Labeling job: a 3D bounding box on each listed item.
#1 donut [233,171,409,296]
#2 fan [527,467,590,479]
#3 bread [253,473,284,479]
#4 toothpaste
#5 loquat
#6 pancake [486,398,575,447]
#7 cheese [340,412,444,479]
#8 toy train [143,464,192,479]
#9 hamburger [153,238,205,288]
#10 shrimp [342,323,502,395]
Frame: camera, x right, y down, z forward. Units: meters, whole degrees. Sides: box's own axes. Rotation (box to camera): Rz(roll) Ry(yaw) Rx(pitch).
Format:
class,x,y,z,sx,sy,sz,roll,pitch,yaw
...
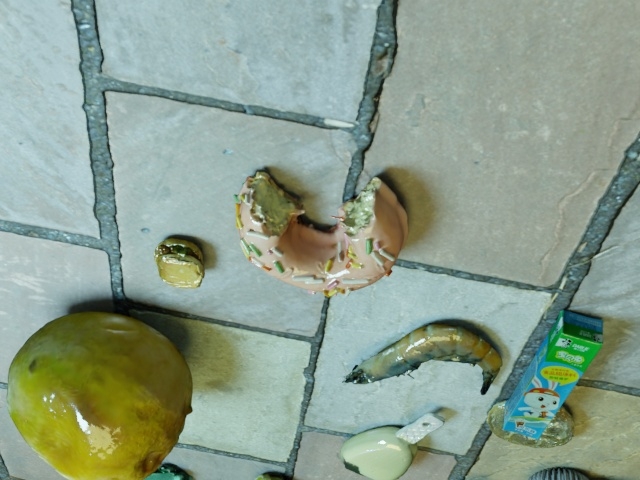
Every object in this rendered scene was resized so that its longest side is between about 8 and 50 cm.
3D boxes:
class,x,y,z,sx,sy,sz,roll,pitch,yaw
donut,0.000,0.000,1.159,0.233,0.085,0.199,2,141,13
fan,0.505,0.484,1.626,0.244,0.074,0.130,2,139,10
bread,-0.100,0.542,1.826,0.095,0.083,0.157,0,141,8
toothpaste,0.351,0.212,1.339,0.065,0.050,0.266,17,136,3
loquat,-0.349,0.248,1.409,0.284,0.276,0.276,21,142,13
pancake,0.360,0.312,1.492,0.158,0.028,0.158,9,140,7
cheese,0.142,0.368,1.589,0.127,0.054,0.251,26,137,-17
toy train,-0.362,0.529,1.885,0.172,0.070,0.099,-7,147,21
hamburger,-0.206,0.034,1.275,0.076,0.044,0.083,8,142,1
shrimp,0.172,0.218,1.405,0.198,0.051,0.262,36,131,-28
